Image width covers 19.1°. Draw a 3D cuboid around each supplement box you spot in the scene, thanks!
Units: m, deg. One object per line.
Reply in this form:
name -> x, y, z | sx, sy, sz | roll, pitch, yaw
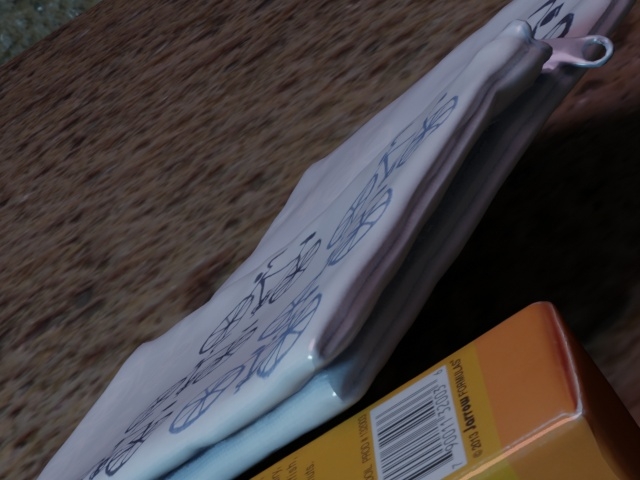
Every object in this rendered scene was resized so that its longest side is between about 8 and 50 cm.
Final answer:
supplement box -> -0.009, 0.117, 0.553 | 0.233, 0.078, 0.080 | -32, 20, 13

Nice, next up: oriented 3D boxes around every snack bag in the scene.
snack bag -> 0.000, 0.000, 0.770 | 0.323, 0.037, 0.342 | -39, 10, 50
